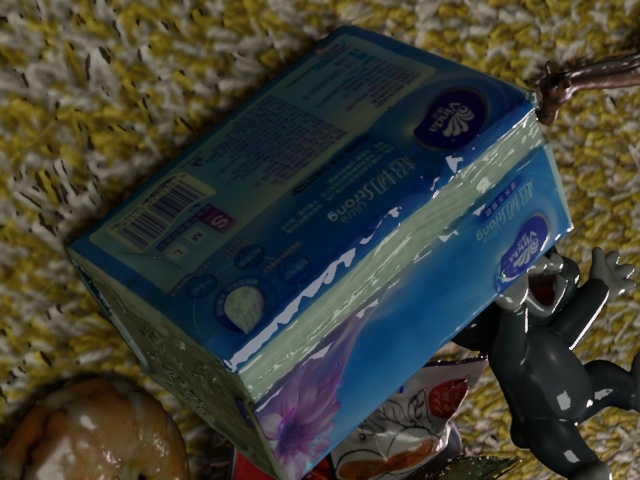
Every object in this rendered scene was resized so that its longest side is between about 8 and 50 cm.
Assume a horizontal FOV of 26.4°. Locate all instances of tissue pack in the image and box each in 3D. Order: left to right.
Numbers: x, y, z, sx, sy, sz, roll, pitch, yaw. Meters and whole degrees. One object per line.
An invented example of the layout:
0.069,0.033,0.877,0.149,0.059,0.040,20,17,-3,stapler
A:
0.000,0.000,0.903,0.263,0.198,0.146,-40,130,-18,tissue pack

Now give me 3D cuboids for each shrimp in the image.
-0.143,0.222,0.978,0.152,0.063,0.287,-36,126,-36,shrimp

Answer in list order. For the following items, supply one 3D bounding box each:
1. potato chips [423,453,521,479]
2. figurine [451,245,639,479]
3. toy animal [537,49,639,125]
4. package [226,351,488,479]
0.089,0.230,1.151,0.209,0.026,0.142,-17,144,-42,potato chips
0.161,0.066,1.040,0.193,0.140,0.265,-15,83,-37,figurine
0.302,-0.151,1.173,0.224,0.066,0.230,-46,142,10,toy animal
0.025,0.162,1.078,0.269,0.071,0.194,-14,124,-30,package
